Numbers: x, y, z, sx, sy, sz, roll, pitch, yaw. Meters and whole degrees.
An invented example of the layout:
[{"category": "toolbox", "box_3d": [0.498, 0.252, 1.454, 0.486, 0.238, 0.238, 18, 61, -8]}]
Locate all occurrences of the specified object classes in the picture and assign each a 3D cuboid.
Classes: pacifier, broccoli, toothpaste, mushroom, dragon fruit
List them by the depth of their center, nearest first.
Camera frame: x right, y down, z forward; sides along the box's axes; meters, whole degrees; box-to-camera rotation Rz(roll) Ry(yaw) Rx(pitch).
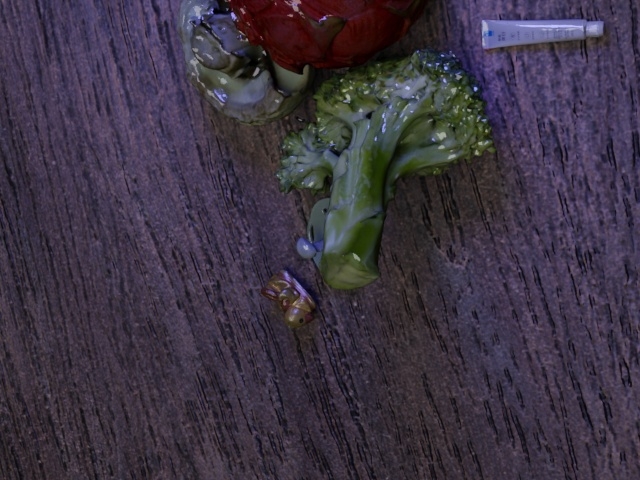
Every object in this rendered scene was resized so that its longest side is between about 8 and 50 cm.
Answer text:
[{"category": "dragon fruit", "box_3d": [0.018, -0.395, 1.420, 0.342, 0.277, 0.278, -19, 98, 9]}, {"category": "broccoli", "box_3d": [0.114, -0.129, 1.425, 0.274, 0.397, 0.353, 26, 112, -14]}, {"category": "toothpaste", "box_3d": [0.347, -0.327, 1.455, 0.190, 0.031, 0.048, 3, 110, 25]}, {"category": "mushroom", "box_3d": [-0.134, -0.321, 1.578, 0.267, 0.190, 0.164, 43, 140, -6]}, {"category": "pacifier", "box_3d": [0.000, 0.000, 1.654, 0.126, 0.116, 0.150, 24, 120, 42]}]

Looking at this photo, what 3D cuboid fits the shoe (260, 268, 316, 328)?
[{"category": "shoe", "box_3d": [-0.059, 0.111, 1.737, 0.069, 0.072, 0.109, -36, 96, -11]}]
